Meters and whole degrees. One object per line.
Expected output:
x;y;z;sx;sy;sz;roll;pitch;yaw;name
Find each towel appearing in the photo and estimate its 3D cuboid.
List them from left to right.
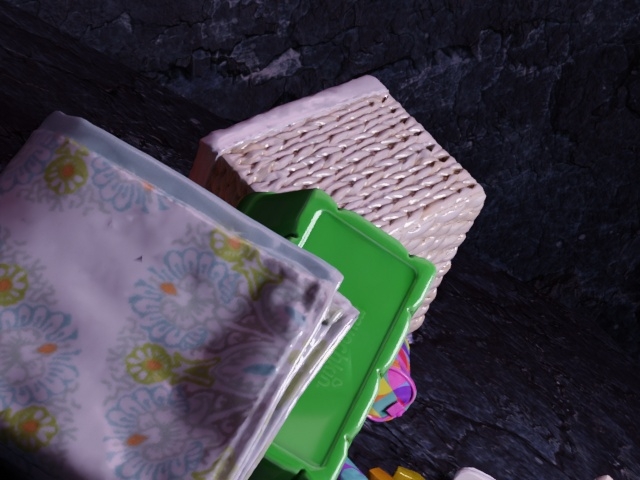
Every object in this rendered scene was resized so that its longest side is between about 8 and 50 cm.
-0.192;0.084;1.385;0.374;0.320;0.090;30;-26;6;towel

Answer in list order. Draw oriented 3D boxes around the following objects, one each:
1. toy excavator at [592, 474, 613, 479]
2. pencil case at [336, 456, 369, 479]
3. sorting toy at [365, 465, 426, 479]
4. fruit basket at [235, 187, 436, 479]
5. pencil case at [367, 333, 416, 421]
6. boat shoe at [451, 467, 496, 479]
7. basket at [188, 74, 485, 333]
0.509;0.448;2.001;0.222;0.433;0.445;45;35;-14;toy excavator
0.008;0.283;1.788;0.152;0.064;0.070;44;-1;39;pencil case
0.196;0.408;1.898;0.307;0.041;0.229;41;18;25;sorting toy
-0.081;0.138;1.635;0.283;0.392;0.392;33;12;-10;fruit basket
0.098;0.203;2.265;0.104;0.104;0.236;34;13;-5;pencil case
0.273;0.391;2.119;0.184;0.066;0.063;26;12;5;boat shoe
0.000;0.000;2.002;0.331;0.328;0.266;-26;61;-38;basket
